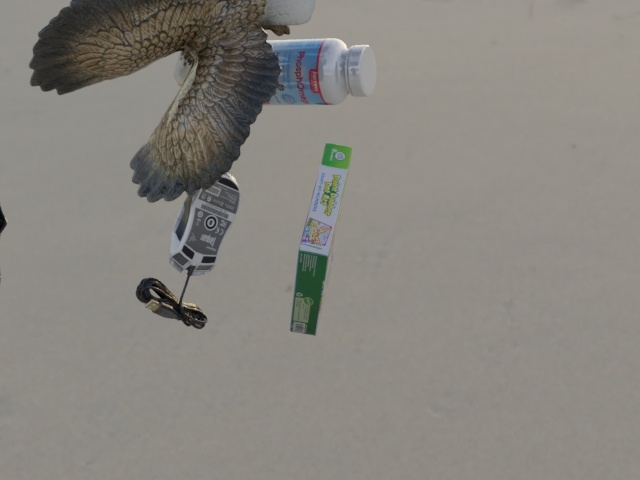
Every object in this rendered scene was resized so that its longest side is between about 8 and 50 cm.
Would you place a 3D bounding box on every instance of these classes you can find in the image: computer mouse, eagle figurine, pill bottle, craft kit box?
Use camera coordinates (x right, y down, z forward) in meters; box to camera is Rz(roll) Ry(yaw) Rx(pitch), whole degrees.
[{"bbox_3d":[-0.154,0.006,1.305,0.106,0.193,0.042,25,-5,-38],"label":"computer mouse"},{"bbox_3d":[-0.150,-0.218,1.239,0.226,0.225,0.298,24,53,23],"label":"eagle figurine"},{"bbox_3d":[-0.013,-0.220,1.392,0.160,0.087,0.087,2,19,22],"label":"pill bottle"},{"bbox_3d":[0.000,0.000,1.883,0.061,0.250,0.247,9,53,1],"label":"craft kit box"}]

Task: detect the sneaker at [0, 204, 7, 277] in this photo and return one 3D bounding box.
[{"bbox_3d":[-0.435,0.000,1.358,0.063,0.170,0.075,4,-21,-30],"label":"sneaker"}]
